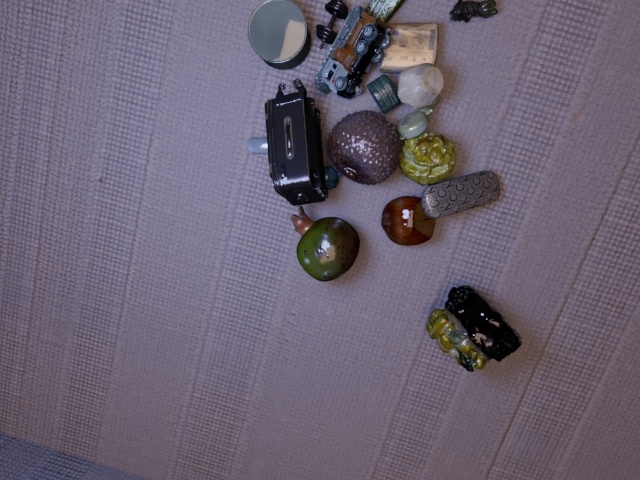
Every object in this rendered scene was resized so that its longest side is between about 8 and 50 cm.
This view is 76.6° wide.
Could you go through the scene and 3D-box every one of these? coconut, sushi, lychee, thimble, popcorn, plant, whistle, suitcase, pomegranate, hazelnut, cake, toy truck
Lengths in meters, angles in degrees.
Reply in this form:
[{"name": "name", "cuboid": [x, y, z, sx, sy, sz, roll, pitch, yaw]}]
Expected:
[{"name": "coconut", "cuboid": [0.368, -0.578, 1.525, 0.161, 0.162, 0.160, -1, 92, -30]}, {"name": "sushi", "cuboid": [0.617, 0.382, 1.672, 0.285, 0.328, 0.328, -42, 100, 6]}, {"name": "lychee", "cuboid": [0.174, -0.358, 1.585, 0.301, 0.300, 0.299, 1, 102, 5]}, {"name": "thimble", "cuboid": [0.252, -0.578, 1.600, 0.090, 0.118, 0.135, -31, 102, 12]}, {"name": "popcorn", "cuboid": [0.422, -0.323, 1.608, 0.222, 0.184, 0.203, 3, 83, 19]}, {"name": "plant", "cuboid": [0.580, -0.874, 1.533, 0.175, 0.087, 0.085, -1, 132, 10]}, {"name": "whistle", "cuboid": [0.385, -0.485, 1.584, 0.258, 0.126, 0.067, -49, 126, -17]}, {"name": "suitcase", "cuboid": [-0.090, -0.349, 1.540, 0.195, 0.283, 0.432, -9, 78, 13]}, {"name": "pomegranate", "cuboid": [-0.004, 0.024, 1.661, 0.324, 0.290, 0.290, 22, 103, -12]}, {"name": "hazelnut", "cuboid": [0.360, -0.081, 1.681, 0.181, 0.181, 0.211, -20, 102, -21]}, {"name": "cake", "cuboid": [0.269, -0.935, 1.569, 0.100, 0.099, 0.235, 41, 124, -4]}, {"name": "toy truck", "cuboid": [0.111, -0.701, 1.557, 0.184, 0.133, 0.338, 48, 121, 23]}]

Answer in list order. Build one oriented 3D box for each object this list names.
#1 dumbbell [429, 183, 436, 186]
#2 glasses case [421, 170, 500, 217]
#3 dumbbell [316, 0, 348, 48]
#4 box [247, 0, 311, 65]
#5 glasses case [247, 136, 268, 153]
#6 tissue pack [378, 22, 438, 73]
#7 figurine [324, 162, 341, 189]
[{"name": "dumbbell", "cuboid": [0.453, -0.236, 1.697, 0.083, 0.040, 0.035, 29, 73, -1]}, {"name": "glasses case", "cuboid": [0.565, -0.187, 1.622, 0.356, 0.085, 0.136, -16, 95, -17]}, {"name": "dumbbell", "cuboid": [0.044, -0.847, 1.573, 0.099, 0.099, 0.208, 25, 102, 0]}, {"name": "box", "cuboid": [-0.155, -0.795, 1.576, 0.227, 0.149, 0.225, 1, 102, 5]}, {"name": "glasses case", "cuboid": [-0.222, -0.402, 1.719, 0.179, 0.045, 0.067, 2, 102, 4]}, {"name": "tissue pack", "cuboid": [0.342, -0.744, 1.572, 0.223, 0.090, 0.186, 2, 103, 4]}, {"name": "figurine", "cuboid": [-0.010, -0.263, 1.710, 0.178, 0.114, 0.144, 32, 126, 10]}]
